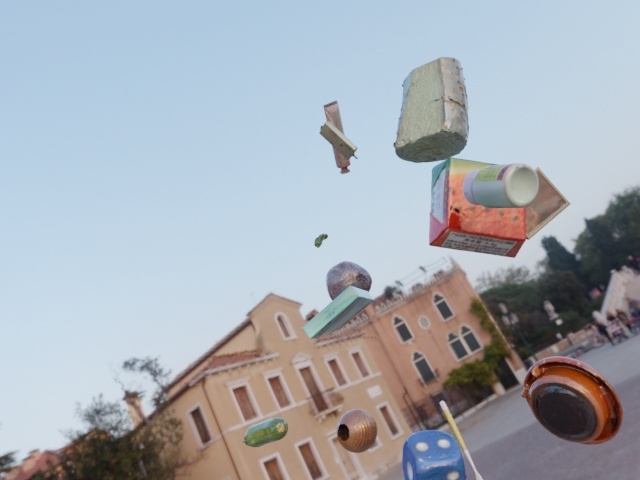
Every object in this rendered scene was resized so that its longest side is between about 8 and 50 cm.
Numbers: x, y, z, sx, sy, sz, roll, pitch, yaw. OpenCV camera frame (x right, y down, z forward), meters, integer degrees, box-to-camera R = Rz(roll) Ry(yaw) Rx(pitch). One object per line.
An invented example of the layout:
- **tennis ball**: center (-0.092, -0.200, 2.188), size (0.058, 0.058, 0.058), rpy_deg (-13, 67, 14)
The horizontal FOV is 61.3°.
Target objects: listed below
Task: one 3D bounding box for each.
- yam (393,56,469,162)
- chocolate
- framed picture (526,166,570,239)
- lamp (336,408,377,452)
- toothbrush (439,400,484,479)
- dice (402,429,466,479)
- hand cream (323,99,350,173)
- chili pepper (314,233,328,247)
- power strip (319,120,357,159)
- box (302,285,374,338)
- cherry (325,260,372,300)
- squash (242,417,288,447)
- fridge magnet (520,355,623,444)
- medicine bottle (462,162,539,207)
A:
- **yam**: center (0.321, -0.370, 1.539), size (0.202, 0.272, 0.201), rpy_deg (-10, -18, 32)
- **chocolate**: center (0.611, -0.133, 2.066), size (0.360, 0.342, 0.161), rpy_deg (8, -20, -3)
- **framed picture**: center (0.889, -0.158, 2.260), size (0.289, 0.211, 0.020), rpy_deg (-34, -9, -22)
- **lamp**: center (0.119, 0.617, 1.752), size (0.136, 0.136, 0.136), rpy_deg (-25, -20, -10)
- **toothbrush**: center (0.449, 0.642, 1.709), size (0.021, 0.288, 0.024), rpy_deg (-28, -35, 7)
- **dice**: center (0.304, 0.609, 1.459), size (0.146, 0.147, 0.143), rpy_deg (-5, 20, -4)
- **hand cream**: center (0.050, -0.298, 1.576), size (0.043, 0.210, 0.067), rpy_deg (5, 27, 42)
- **chili pepper**: center (-0.001, 0.000, 2.253), size (0.034, 0.030, 0.091), rpy_deg (2, 34, 31)
- **power strip**: center (0.054, -0.273, 1.497), size (0.019, 0.136, 0.051), rpy_deg (-44, -6, -37)
- **box**: center (0.052, 0.189, 1.401), size (0.162, 0.041, 0.229), rpy_deg (-42, -16, 5)
- **cherry**: center (0.114, 0.176, 2.244), size (0.195, 0.195, 0.195), rpy_deg (-25, -20, -10)
- **squash**: center (-0.170, 0.599, 1.687), size (0.219, 0.068, 0.077), rpy_deg (-36, 8, 40)
- **fridge magnet**: center (0.941, 0.612, 2.041), size (0.155, 0.364, 0.364), rpy_deg (-26, -16, -41)
- **medicine bottle**: center (0.572, -0.173, 1.733), size (0.139, 0.139, 0.225), rpy_deg (-21, 11, -19)
